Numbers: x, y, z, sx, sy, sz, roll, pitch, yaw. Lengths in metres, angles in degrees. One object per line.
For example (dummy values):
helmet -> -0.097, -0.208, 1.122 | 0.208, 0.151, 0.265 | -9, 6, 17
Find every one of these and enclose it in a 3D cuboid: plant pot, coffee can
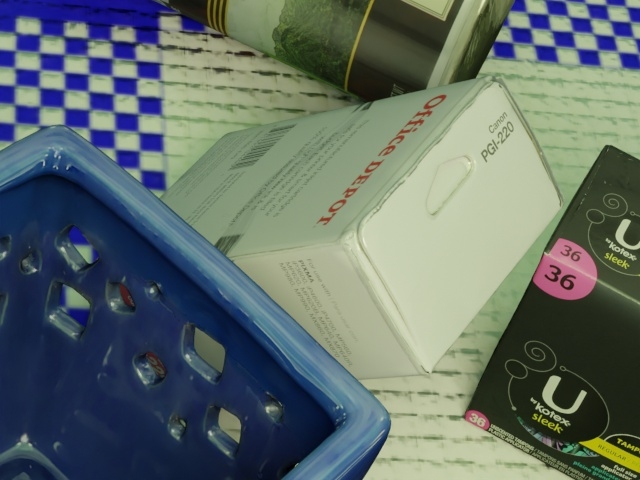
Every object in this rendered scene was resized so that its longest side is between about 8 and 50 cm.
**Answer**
plant pot -> -0.140, 0.126, 0.906 | 0.236, 0.212, 0.236 | 41, 53, 17
coffee can -> -0.006, -0.214, 1.224 | 0.275, 0.201, 0.201 | 26, 50, 7

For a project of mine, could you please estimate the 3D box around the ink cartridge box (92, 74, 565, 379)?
ink cartridge box -> 0.000, 0.000, 1.044 | 0.158, 0.218, 0.092 | -48, 115, -38

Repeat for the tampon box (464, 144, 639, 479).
tampon box -> 0.173, 0.052, 1.084 | 0.120, 0.161, 0.101 | 28, 50, 8
